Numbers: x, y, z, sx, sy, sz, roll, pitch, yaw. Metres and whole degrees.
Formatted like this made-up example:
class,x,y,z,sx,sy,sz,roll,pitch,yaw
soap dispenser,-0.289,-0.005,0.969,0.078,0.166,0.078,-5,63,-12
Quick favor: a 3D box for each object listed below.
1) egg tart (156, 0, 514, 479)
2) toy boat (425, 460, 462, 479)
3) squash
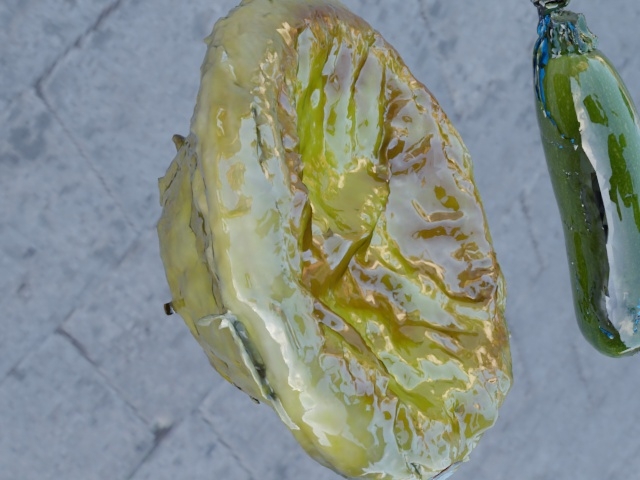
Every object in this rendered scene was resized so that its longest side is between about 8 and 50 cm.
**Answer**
class,x,y,z,sx,sy,sz,roll,pitch,yaw
egg tart,0.000,-0.001,0.846,0.341,0.132,0.341,37,42,-43
toy boat,0.011,0.170,0.720,0.149,0.034,0.105,-33,169,20
squash,0.223,-0.046,1.058,0.087,0.087,0.331,-34,119,-32
